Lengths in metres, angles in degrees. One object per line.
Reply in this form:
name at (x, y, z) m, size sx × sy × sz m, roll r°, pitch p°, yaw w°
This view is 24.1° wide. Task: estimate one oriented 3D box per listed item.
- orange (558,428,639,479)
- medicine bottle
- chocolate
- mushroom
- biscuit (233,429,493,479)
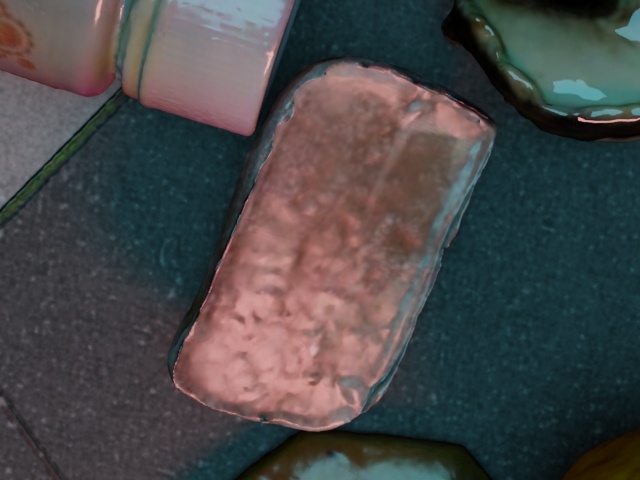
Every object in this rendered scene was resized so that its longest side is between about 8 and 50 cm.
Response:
orange at (0.303, 0.277, 1.109) m, size 0.341 × 0.340 × 0.293 m, roll -6°, pitch 67°, yaw 1°
medicine bottle at (-0.202, -0.229, 1.111) m, size 0.388 × 0.219 × 0.219 m, roll 17°, pitch 96°, yaw -2°
chocolate at (0.000, 0.000, 1.186) m, size 0.185 × 0.100 × 0.303 m, roll 18°, pitch 101°, yaw -28°
mushroom at (0.273, -0.203, 1.163) m, size 0.344 × 0.130 × 0.247 m, roll -34°, pitch 79°, yaw 3°
biscuit at (0.036, 0.328, 1.259) m, size 0.359 × 0.046 × 0.359 m, roll 0°, pitch 98°, yaw 1°
